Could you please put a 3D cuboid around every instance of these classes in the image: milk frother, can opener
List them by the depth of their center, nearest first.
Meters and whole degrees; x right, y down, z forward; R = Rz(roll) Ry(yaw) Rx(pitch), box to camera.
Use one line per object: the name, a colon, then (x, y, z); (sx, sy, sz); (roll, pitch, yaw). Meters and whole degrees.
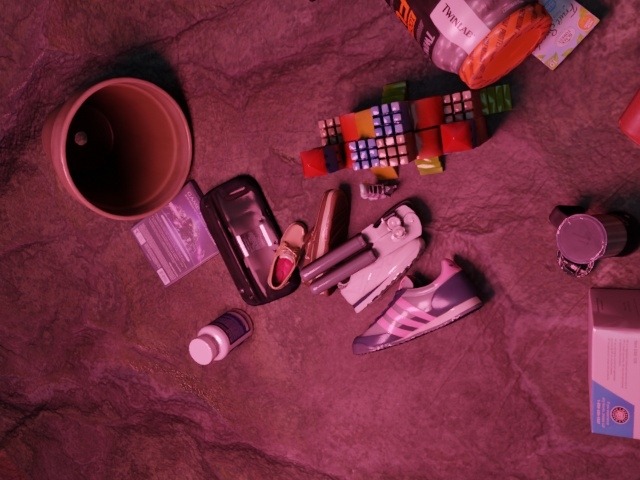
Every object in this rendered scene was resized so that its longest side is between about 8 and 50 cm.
milk frother: (0.465, 0.014, 0.892); (0.129, 0.135, 0.143); (30, 118, 50)
can opener: (0.088, 0.018, 1.066); (0.280, 0.093, 0.074); (-33, 99, 9)

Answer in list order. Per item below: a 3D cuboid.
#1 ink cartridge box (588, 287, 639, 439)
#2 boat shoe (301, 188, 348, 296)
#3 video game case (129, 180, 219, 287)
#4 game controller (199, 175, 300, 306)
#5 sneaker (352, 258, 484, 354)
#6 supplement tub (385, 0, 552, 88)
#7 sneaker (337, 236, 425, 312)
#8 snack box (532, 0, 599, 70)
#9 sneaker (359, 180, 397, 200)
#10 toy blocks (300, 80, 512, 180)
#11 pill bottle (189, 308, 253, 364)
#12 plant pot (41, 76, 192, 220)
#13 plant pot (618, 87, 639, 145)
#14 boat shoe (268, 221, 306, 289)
ink cartridge box: (0.604, 0.207, 0.846); (0.270, 0.197, 0.198); (0, 105, 26)
boat shoe: (-0.004, 0.002, 1.145); (0.095, 0.095, 0.257); (18, 113, 27)
video game case: (-0.383, -0.011, 1.364); (0.274, 0.026, 0.196); (-30, 91, 29)
game controller: (-0.175, 0.005, 1.249); (0.166, 0.067, 0.319); (-24, 95, 11)
sneaker: (0.188, 0.150, 1.101); (0.319, 0.112, 0.131); (-30, 74, 27)
supplement tub: (0.215, -0.418, 0.825); (0.193, 0.193, 0.316); (-40, 74, 30)
sneaker: (0.129, 0.061, 1.104); (0.235, 0.090, 0.095); (-45, 73, 27)
snack box: (0.385, -0.378, 0.868); (0.141, 0.037, 0.100); (45, 120, 9)
sneaker: (0.124, -0.107, 1.048); (0.069, 0.098, 0.038); (-6, 88, 23)
toy blocks: (0.136, -0.195, 0.918); (0.381, 0.261, 0.190); (-5, 103, 27)
pill bottle: (-0.256, 0.249, 1.296); (0.094, 0.169, 0.094); (7, 108, 24)
plant pot: (-0.528, -0.237, 1.231); (0.280, 0.323, 0.323); (19, 114, 38)
plant pot: (0.593, -0.227, 0.701); (0.272, 0.272, 0.265); (35, 126, 13)
boat shoe: (-0.076, 0.039, 1.182); (0.063, 0.059, 0.170); (20, 93, -5)
